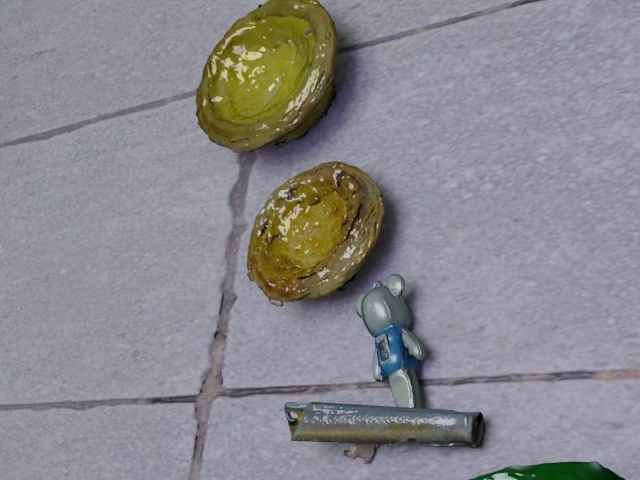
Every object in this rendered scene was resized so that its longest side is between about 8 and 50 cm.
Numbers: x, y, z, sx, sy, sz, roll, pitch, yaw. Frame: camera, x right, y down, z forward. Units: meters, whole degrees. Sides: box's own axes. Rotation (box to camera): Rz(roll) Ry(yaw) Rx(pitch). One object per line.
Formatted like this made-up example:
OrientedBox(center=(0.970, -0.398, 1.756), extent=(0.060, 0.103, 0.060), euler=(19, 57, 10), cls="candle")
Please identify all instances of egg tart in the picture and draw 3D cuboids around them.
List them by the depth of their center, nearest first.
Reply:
OrientedBox(center=(0.000, 0.000, 1.988), extent=(0.291, 0.107, 0.290), euler=(-20, 54, 30), cls="egg tart")
OrientedBox(center=(-0.087, -0.307, 2.176), extent=(0.345, 0.132, 0.345), euler=(-17, 61, 33), cls="egg tart")

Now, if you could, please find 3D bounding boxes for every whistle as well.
OrientedBox(center=(0.091, 0.283, 1.759), extent=(0.327, 0.057, 0.067), euler=(-1, 114, 26), cls="whistle")
OrientedBox(center=(0.122, 0.171, 1.829), extent=(0.114, 0.077, 0.235), euler=(-35, 57, 34), cls="whistle")

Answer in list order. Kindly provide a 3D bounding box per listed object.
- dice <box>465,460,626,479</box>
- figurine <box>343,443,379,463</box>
OrientedBox(center=(0.277, 0.459, 1.409), extent=(0.297, 0.287, 0.300), euler=(-23, 53, 22), cls="dice")
OrientedBox(center=(0.066, 0.314, 1.829), extent=(0.051, 0.047, 0.083), euler=(18, 78, 54), cls="figurine")
